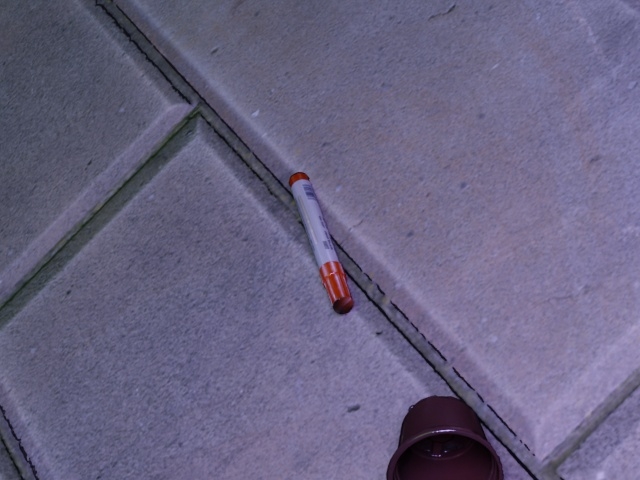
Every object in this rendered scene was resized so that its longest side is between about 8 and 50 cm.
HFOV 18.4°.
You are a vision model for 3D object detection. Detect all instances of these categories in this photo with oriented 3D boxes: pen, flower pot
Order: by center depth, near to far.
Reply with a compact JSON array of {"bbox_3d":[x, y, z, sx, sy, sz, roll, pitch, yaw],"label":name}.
[{"bbox_3d":[0.117,0.199,1.871,0.111,0.111,0.089,-32,24,18],"label":"flower pot"},{"bbox_3d":[0.000,0.000,2.216,0.028,0.028,0.239,-36,38,13],"label":"pen"}]
